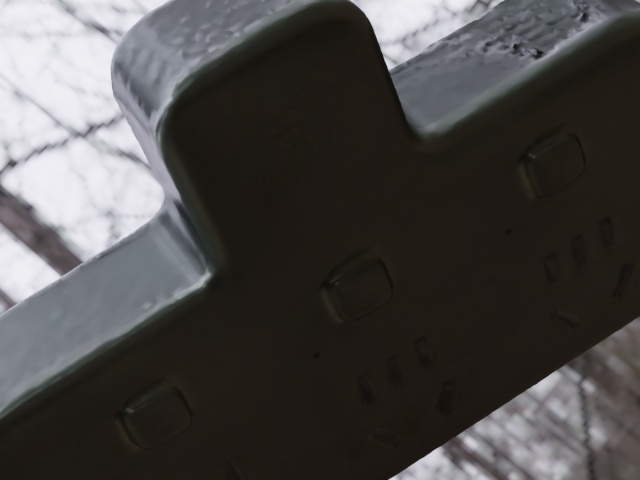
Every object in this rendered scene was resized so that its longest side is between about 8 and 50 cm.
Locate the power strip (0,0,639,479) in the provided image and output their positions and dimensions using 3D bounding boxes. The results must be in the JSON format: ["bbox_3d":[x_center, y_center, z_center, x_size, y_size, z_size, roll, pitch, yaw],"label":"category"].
[{"bbox_3d":[0.000,0.001,0.578,0.265,0.059,0.193,-32,-46,-9],"label":"power strip"}]
